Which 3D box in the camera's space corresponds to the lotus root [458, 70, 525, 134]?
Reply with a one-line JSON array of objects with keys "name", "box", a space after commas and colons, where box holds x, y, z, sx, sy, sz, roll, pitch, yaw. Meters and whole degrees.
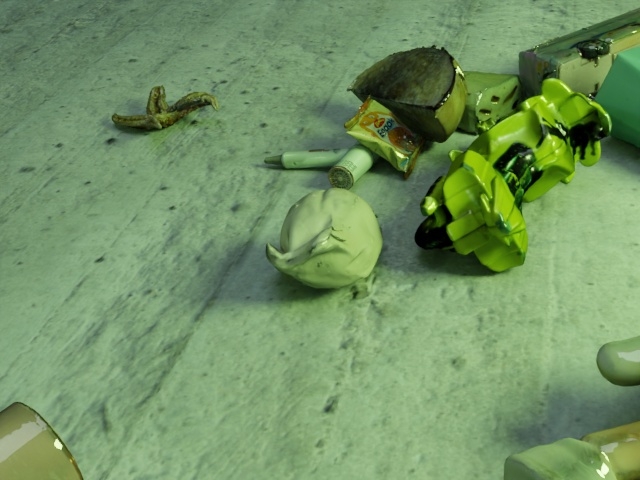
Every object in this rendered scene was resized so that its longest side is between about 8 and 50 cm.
[{"name": "lotus root", "box": [0.236, -0.236, 1.323, 0.144, 0.070, 0.143, 15, 39, 33]}]

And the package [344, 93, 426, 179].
[{"name": "package", "box": [0.099, -0.155, 1.213, 0.121, 0.031, 0.108, 38, 41, -2]}]

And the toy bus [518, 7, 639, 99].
[{"name": "toy bus", "box": [0.469, -0.304, 1.343, 0.317, 0.112, 0.138, -21, 30, -21]}]

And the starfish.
[{"name": "starfish", "box": [-0.276, -0.221, 1.444, 0.213, 0.057, 0.238, -13, 28, 9]}]

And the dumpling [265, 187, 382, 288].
[{"name": "dumpling", "box": [0.000, 0.000, 0.983, 0.136, 0.118, 0.199, -14, 2, 19]}]

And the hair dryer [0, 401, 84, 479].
[{"name": "hair dryer", "box": [-0.391, 0.216, 0.773, 0.344, 0.106, 0.189, 11, 38, 43]}]

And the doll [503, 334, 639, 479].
[{"name": "doll", "box": [0.352, 0.158, 0.615, 0.423, 0.161, 0.348, -8, 45, 3]}]

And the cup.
[{"name": "cup", "box": [0.501, -0.161, 1.097, 0.148, 0.134, 0.235, -22, 38, -15]}]

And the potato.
[{"name": "potato", "box": [0.165, -0.223, 1.271, 0.120, 0.100, 0.261, -47, 31, -6]}]

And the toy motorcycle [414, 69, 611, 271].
[{"name": "toy motorcycle", "box": [0.250, -0.094, 1.040, 0.206, 0.142, 0.342, -33, 11, 44]}]

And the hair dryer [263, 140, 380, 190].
[{"name": "hair dryer", "box": [0.002, -0.134, 1.254, 0.183, 0.044, 0.155, 8, 34, 29]}]
